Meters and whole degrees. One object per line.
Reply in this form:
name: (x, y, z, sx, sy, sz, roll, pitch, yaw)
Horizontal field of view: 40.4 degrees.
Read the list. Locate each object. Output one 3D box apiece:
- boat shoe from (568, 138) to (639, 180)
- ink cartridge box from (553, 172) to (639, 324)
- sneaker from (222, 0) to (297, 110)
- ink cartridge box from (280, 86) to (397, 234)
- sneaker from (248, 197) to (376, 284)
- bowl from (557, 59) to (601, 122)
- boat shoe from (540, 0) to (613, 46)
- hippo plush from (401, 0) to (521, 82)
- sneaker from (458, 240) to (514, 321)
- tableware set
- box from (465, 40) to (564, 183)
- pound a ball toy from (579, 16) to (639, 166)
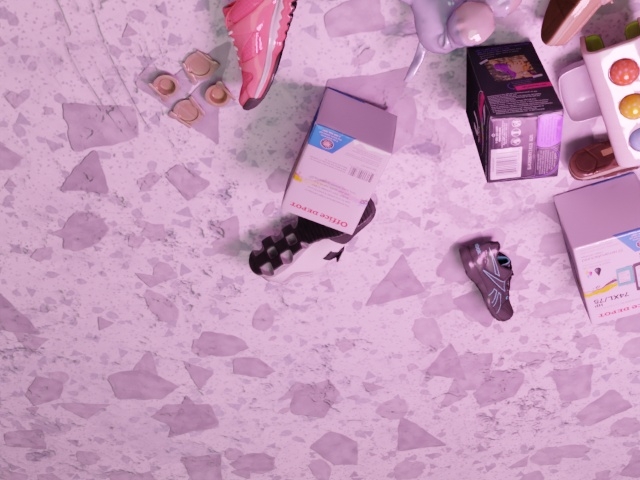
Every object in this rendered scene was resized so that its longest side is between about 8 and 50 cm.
boat shoe: (0.683, -0.196, 1.957, 0.258, 0.095, 0.095, -13, 164, 5)
ink cartridge box: (0.692, 0.023, 2.055, 0.198, 0.197, 0.270, -17, 129, 12)
sneaker: (-0.133, -0.412, 1.722, 0.136, 0.116, 0.313, 17, 121, -4)
ink cartridge box: (0.039, -0.168, 1.867, 0.171, 0.168, 0.232, 21, 127, -6)
sneaker: (0.000, 0.000, 2.072, 0.331, 0.122, 0.146, -29, 145, 16)
bowl: (0.575, -0.330, 1.844, 0.142, 0.053, 0.142, -19, 128, 12)
boat shoe: (0.551, -0.502, 1.651, 0.110, 0.121, 0.341, 22, 125, -19)
hippo plush: (0.224, -0.489, 1.631, 0.236, 0.234, 0.294, 46, 159, -14)
sneaker: (0.442, 0.104, 2.178, 0.106, 0.101, 0.267, -25, 127, 15)
tableware set: (-0.269, -0.316, 1.837, 0.169, 0.020, 0.141, -27, 126, 20)
box: (0.381, -0.261, 1.749, 0.144, 0.270, 0.165, -5, 130, 2)
pound a ball toy: (0.646, -0.316, 1.711, 0.208, 0.135, 0.319, -15, 123, 22)
